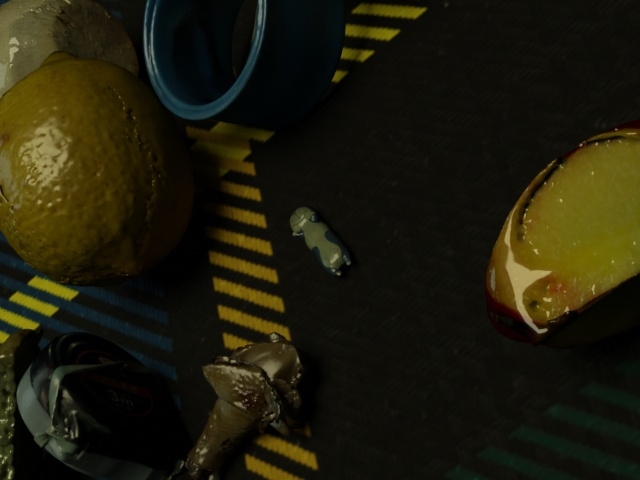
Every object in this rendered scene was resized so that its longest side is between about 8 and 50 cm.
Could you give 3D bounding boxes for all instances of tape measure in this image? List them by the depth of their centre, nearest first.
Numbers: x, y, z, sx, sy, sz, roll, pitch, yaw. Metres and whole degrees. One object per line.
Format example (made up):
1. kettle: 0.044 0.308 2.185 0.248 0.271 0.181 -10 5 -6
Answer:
1. tape measure: -0.259 0.194 1.847 0.107 0.182 0.181 -52 39 20

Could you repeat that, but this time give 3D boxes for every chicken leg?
1. chicken leg: -0.090 0.183 1.756 0.196 0.080 0.125 -36 60 30

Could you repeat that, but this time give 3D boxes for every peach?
1. peach: 0.267 -0.004 1.417 0.267 0.154 0.159 -41 53 37

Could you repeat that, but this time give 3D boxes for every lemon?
1. lemon: -0.284 -0.087 1.956 0.258 0.258 0.310 -31 75 33

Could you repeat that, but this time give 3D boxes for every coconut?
1. coconut: -0.376 -0.219 2.158 0.230 0.227 0.227 -20 56 37

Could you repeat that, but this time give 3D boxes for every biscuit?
1. biscuit: -0.364 0.230 1.952 0.187 0.036 0.274 -71 -16 -76

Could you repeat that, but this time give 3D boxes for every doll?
1. doll: 0.000 0.000 1.794 0.037 0.027 0.125 -48 42 6

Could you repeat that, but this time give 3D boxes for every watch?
1. watch: -0.063 -0.264 1.883 0.305 0.241 0.275 20 102 49
